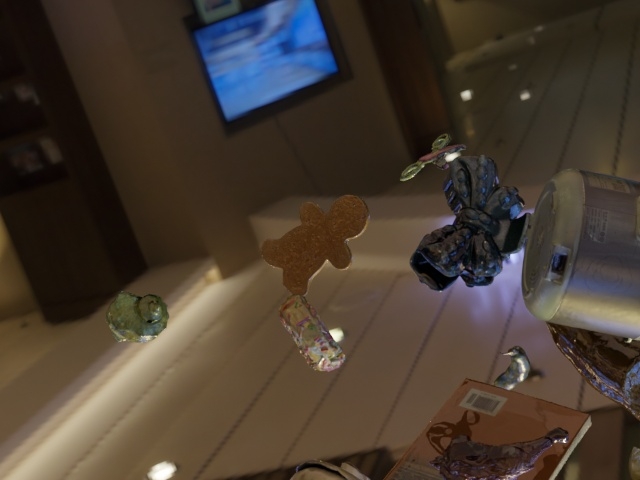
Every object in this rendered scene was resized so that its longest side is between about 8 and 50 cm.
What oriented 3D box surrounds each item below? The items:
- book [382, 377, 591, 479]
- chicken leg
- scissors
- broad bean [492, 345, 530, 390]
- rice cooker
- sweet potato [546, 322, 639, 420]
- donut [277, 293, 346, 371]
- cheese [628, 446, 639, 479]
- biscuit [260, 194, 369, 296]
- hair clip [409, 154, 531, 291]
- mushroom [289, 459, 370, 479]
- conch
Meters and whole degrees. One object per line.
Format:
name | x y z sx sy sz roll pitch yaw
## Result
book | 0.288 0.391 1.984 0.262 0.028 0.374 15 -142 32
chicken leg | 0.277 0.334 1.726 0.219 0.048 0.089 -9 -133 14
scissors | 0.224 -0.161 2.149 0.133 0.020 0.187 -45 -166 -8
broad bean | 0.403 0.271 2.344 0.069 0.039 0.227 3 151 5
rice cooker | 0.503 0.023 1.912 0.277 0.288 0.288 11 -165 0
sweet potato | 0.550 0.202 2.160 0.158 0.158 0.369 -25 -133 -22
donut | -0.021 0.181 2.143 0.068 0.174 0.174 -34 -166 -6
cheese | 0.620 0.437 2.125 0.060 0.084 0.041 2 160 -12
biscuit | 0.001 0.000 2.193 0.240 0.158 0.035 -37 168 18
hair clip | 0.332 -0.022 2.396 0.194 0.206 0.310 104 10 -65
mushroom | 0.026 0.363 1.514 0.154 0.154 0.122 -4 -141 50
conch | -0.285 0.117 1.702 0.121 0.089 0.074 -29 -164 39
